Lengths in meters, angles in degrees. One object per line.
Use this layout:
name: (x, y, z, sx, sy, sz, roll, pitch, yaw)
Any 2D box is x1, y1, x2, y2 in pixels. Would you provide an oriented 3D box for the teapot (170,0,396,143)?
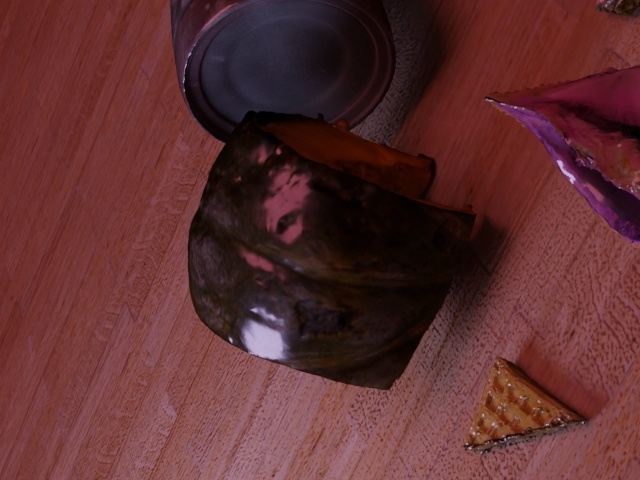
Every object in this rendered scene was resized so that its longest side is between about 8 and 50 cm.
teapot: (-0.057, -0.254, 1.990, 0.315, 0.233, 0.312, 91, 170, -46)

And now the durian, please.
durian: (0.284, -0.071, 1.417, 0.186, 0.154, 0.260, -42, 34, 14)

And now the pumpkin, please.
pumpkin: (0.000, 0.000, 1.784, 0.303, 0.256, 0.225, -125, 50, -76)

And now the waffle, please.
waffle: (0.183, 0.173, 1.592, 0.153, 0.023, 0.097, 36, 110, 61)

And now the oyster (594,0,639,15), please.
oyster: (0.280, -0.227, 1.605, 0.051, 0.034, 0.093, -60, 14, -6)
